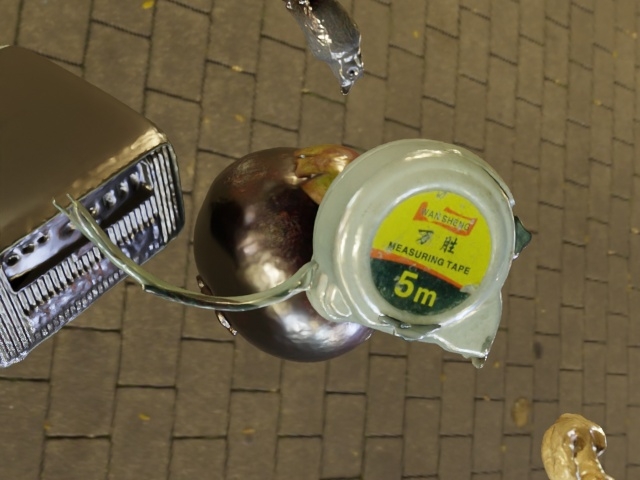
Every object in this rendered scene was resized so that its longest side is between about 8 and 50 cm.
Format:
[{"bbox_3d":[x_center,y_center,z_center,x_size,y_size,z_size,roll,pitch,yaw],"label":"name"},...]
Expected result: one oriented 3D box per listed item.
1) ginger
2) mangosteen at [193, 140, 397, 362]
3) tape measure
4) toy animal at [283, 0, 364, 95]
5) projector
[{"bbox_3d":[0.321,0.306,0.919,0.258,0.065,0.149,61,33,-18],"label":"ginger"},{"bbox_3d":[0.000,0.000,1.382,0.435,0.382,0.382,-32,110,1],"label":"mangosteen"},{"bbox_3d":[-0.008,-0.017,0.559,0.331,0.084,0.163,18,93,-20],"label":"tape measure"},{"bbox_3d":[-0.007,-0.314,1.177,0.121,0.117,0.210,-42,128,-37],"label":"toy animal"},{"bbox_3d":[-0.472,-0.063,1.212,0.395,0.405,0.242,-42,149,-33],"label":"projector"}]
